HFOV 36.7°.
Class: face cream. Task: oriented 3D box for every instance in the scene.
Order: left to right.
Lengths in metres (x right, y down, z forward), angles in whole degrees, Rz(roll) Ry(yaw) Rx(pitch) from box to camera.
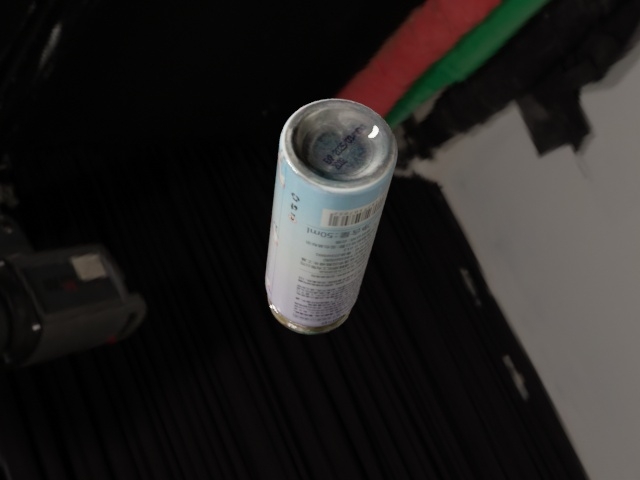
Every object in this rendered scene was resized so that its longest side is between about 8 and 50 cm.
[{"bbox_3d":[0.000,0.000,0.682,0.075,0.075,0.229,-19,-27,-18],"label":"face cream"}]
